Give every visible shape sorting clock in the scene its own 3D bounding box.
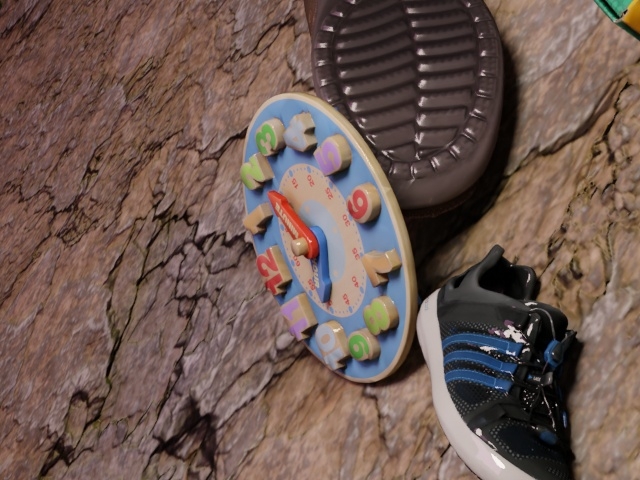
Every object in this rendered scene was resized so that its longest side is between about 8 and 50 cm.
[{"bbox_3d":[0.000,0.000,1.030,0.206,0.040,0.206,46,147,42],"label":"shape sorting clock"}]

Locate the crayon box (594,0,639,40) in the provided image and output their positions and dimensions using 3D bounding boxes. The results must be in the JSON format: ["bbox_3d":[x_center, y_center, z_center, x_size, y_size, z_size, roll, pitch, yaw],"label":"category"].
[{"bbox_3d":[0.273,-0.185,0.714,0.278,0.165,0.081,-51,28,19],"label":"crayon box"}]

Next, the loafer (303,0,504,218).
[{"bbox_3d":[0.059,-0.143,1.135,0.133,0.130,0.366,-9,48,1],"label":"loafer"}]

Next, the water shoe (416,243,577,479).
[{"bbox_3d":[0.107,0.071,0.858,0.080,0.073,0.203,-49,29,18],"label":"water shoe"}]
